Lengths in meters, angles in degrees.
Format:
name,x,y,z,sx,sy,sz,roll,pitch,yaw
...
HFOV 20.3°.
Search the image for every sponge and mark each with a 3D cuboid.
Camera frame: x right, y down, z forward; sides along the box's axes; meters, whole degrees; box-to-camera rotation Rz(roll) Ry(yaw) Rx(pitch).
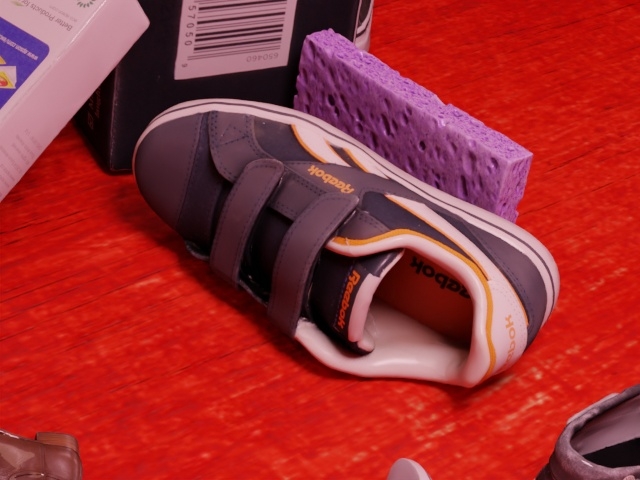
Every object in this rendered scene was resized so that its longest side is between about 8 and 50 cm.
name,x,y,z,sx,sy,sz,roll,pitch,yaw
sponge,0.060,-0.062,1.333,0.031,0.117,0.210,-25,48,-37

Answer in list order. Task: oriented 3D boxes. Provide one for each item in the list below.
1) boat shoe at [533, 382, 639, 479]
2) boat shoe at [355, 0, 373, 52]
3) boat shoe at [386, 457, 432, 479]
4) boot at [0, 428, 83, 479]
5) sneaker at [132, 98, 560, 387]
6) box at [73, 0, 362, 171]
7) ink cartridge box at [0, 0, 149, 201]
name,x,y,z,sx,sy,sz,roll,pitch,yaw
boat shoe,0.259,0.116,1.137,0.301,0.102,0.108,-14,41,-29
boat shoe,0.013,-0.280,1.628,0.121,0.119,0.335,4,35,-7
boat shoe,0.071,0.172,1.083,0.035,0.035,0.100,21,21,-34
boot,-0.185,0.159,1.039,0.106,0.037,0.114,-2,41,-12
sneaker,0.000,0.000,1.224,0.321,0.126,0.127,21,31,14
box,-0.139,-0.290,1.458,0.212,0.293,0.395,-11,40,-27
ink cartridge box,-0.285,-0.077,1.241,0.165,0.065,0.333,32,74,29
